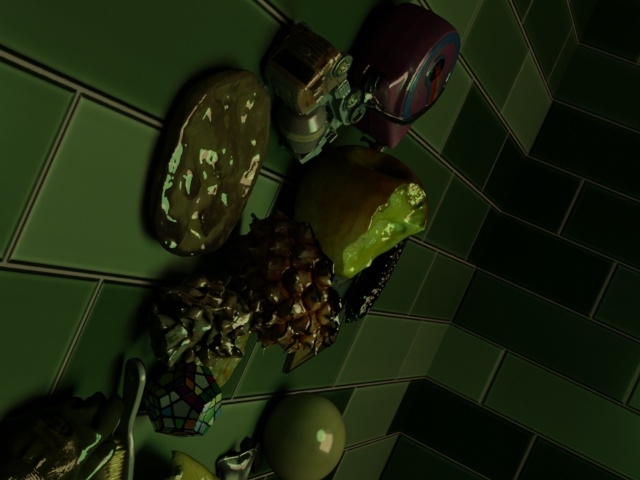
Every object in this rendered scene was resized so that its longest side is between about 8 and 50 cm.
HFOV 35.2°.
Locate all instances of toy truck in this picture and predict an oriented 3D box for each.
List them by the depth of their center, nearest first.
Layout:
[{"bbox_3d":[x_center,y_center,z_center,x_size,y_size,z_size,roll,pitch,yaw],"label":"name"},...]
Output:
[{"bbox_3d":[-0.018,-0.227,1.621,0.140,0.108,0.257,-47,161,-8],"label":"toy truck"}]

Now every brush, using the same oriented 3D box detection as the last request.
[{"bbox_3d":[-0.321,0.310,1.564,0.060,0.068,0.297,-9,124,-37],"label":"brush"}]

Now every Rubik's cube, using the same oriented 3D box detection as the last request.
[{"bbox_3d":[-0.226,0.262,1.653,0.111,0.133,0.133,-15,133,-30],"label":"Rubik's cube"}]

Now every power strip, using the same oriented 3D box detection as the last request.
[{"bbox_3d":[-0.152,0.472,2.217,0.029,0.037,0.111,-53,158,-34],"label":"power strip"}]

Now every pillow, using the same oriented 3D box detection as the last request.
[{"bbox_3d":[-0.184,0.499,2.137,0.091,0.055,0.136,-34,142,-52],"label":"pillow"}]

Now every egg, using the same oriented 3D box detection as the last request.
[{"bbox_3d":[-0.039,0.446,2.254,0.186,0.186,0.242,-44,161,-45],"label":"egg"}]

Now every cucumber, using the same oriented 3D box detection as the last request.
[{"bbox_3d":[0.134,0.076,2.386,0.300,0.072,0.072,-62,161,-25],"label":"cucumber"}]

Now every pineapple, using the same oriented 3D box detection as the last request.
[{"bbox_3d":[-0.148,0.101,1.585,0.271,0.262,0.263,-19,136,-33],"label":"pineapple"}]

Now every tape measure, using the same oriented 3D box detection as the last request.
[{"bbox_3d":[0.147,-0.317,1.886,0.245,0.149,0.232,-50,160,-19],"label":"tape measure"}]

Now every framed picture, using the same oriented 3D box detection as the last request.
[{"bbox_3d":[0.025,0.117,2.278,0.265,0.016,0.347,-22,133,-62],"label":"framed picture"}]

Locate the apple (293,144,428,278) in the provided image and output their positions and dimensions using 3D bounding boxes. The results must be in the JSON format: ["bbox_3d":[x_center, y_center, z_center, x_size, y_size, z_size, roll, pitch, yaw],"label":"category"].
[{"bbox_3d":[0.070,-0.047,1.847,0.246,0.246,0.226,-30,146,-58],"label":"apple"}]

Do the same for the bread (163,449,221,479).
[{"bbox_3d":[-0.286,0.508,1.832,0.233,0.244,0.362,-53,134,-26],"label":"bread"}]

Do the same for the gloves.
[{"bbox_3d":[-0.360,0.278,1.331,0.107,0.135,0.268,-26,-170,42],"label":"gloves"}]

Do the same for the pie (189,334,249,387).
[{"bbox_3d":[-0.182,0.192,1.790,0.187,0.041,0.187,-51,156,-34],"label":"pie"}]

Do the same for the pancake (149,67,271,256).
[{"bbox_3d":[-0.157,-0.113,1.475,0.294,0.049,0.295,-50,153,-38],"label":"pancake"}]
